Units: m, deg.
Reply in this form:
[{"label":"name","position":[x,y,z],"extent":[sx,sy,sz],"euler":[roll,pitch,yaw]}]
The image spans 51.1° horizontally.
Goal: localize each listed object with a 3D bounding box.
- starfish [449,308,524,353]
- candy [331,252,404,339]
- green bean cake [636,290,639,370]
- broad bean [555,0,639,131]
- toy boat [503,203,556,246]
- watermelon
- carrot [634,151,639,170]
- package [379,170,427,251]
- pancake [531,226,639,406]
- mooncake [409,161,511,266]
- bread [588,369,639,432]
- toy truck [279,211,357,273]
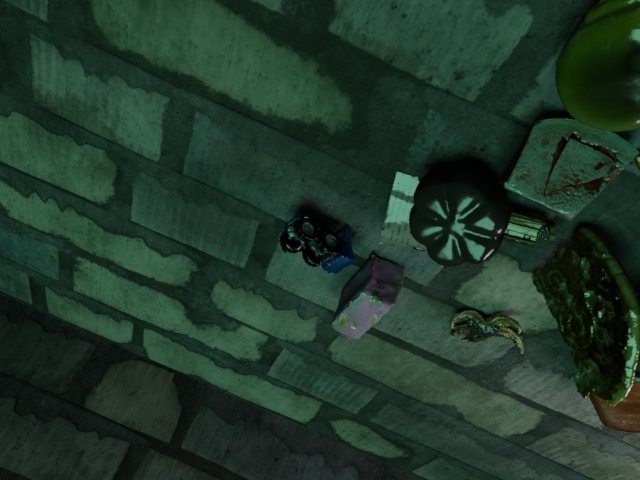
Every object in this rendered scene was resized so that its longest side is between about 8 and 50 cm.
[{"label":"starfish","position":[0.507,0.270,2.009],"extent":[0.216,0.071,0.238],"euler":[29,153,-18]},{"label":"candy","position":[0.135,0.172,1.994],"extent":[0.115,0.156,0.265],"euler":[25,143,-9]},{"label":"green bean cake","position":[0.889,0.226,1.613],"extent":[0.254,0.241,0.132],"euler":[13,134,8]},{"label":"broad bean","position":[0.557,-0.318,1.213],"extent":[0.237,0.119,0.291],"euler":[15,143,9]},{"label":"toy boat","position":[0.459,-0.040,1.635],"extent":[0.225,0.068,0.088],"euler":[14,123,7]},{"label":"watermelon","position":[0.503,-0.114,1.425],"extent":[0.212,0.201,0.262],"euler":[27,147,8]},{"label":"carrot","position":[0.750,-0.108,1.441],"extent":[0.248,0.043,0.043],"euler":[39,140,-18]},{"label":"package","position":[0.268,-0.051,1.733],"extent":[0.203,0.062,0.251],"euler":[13,136,6]},{"label":"pancake","position":[0.671,0.192,1.644],"extent":[0.066,0.427,0.305],"euler":[-14,168,-21]},{"label":"mooncake","position":[0.324,-0.059,1.574],"extent":[0.244,0.133,0.245],"euler":[11,117,22]},{"label":"bread","position":[0.941,0.419,1.905],"extent":[0.323,0.143,0.333],"euler":[-8,134,35]},{"label":"toy truck","position":[0.000,0.000,1.877],"extent":[0.208,0.126,0.113],"euler":[33,141,-20]}]
